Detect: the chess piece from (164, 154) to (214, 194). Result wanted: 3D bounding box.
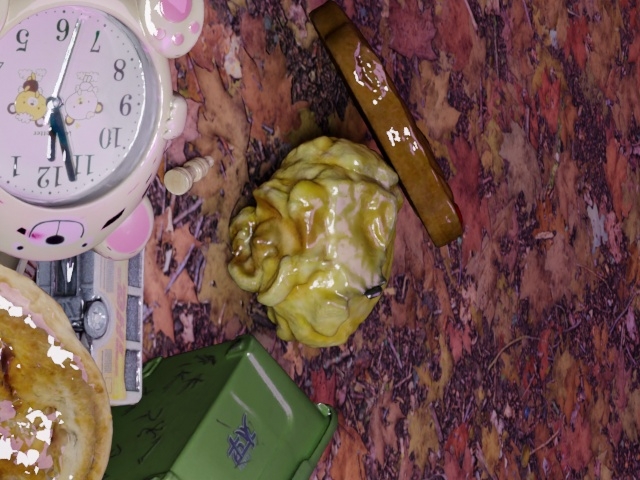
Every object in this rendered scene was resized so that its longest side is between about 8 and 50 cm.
[{"bbox_3d":[-0.163,-0.089,2.100,0.092,0.035,0.035,-41,121,-58],"label":"chess piece"}]

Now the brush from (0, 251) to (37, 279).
[{"bbox_3d":[-0.359,0.115,1.724,0.050,0.060,0.321,61,37,-52],"label":"brush"}]

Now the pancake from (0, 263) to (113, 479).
[{"bbox_3d":[-0.380,0.184,1.520,0.382,0.071,0.382,-6,102,-30],"label":"pancake"}]

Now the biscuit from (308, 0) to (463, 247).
[{"bbox_3d":[0.098,-0.162,2.329,0.381,0.074,0.359,59,4,13],"label":"biscuit"}]

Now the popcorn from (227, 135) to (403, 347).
[{"bbox_3d":[0.000,0.000,2.190,0.252,0.215,0.286,32,60,-60],"label":"popcorn"}]

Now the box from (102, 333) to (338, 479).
[{"bbox_3d":[-0.158,0.263,1.875,0.178,0.252,0.329,56,39,-19],"label":"box"}]

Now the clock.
[{"bbox_3d":[-0.261,-0.127,1.579,0.284,0.114,0.309,-4,109,-35],"label":"clock"}]

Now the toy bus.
[{"bbox_3d":[-0.259,0.018,1.862,0.138,0.097,0.343,15,74,-60],"label":"toy bus"}]
